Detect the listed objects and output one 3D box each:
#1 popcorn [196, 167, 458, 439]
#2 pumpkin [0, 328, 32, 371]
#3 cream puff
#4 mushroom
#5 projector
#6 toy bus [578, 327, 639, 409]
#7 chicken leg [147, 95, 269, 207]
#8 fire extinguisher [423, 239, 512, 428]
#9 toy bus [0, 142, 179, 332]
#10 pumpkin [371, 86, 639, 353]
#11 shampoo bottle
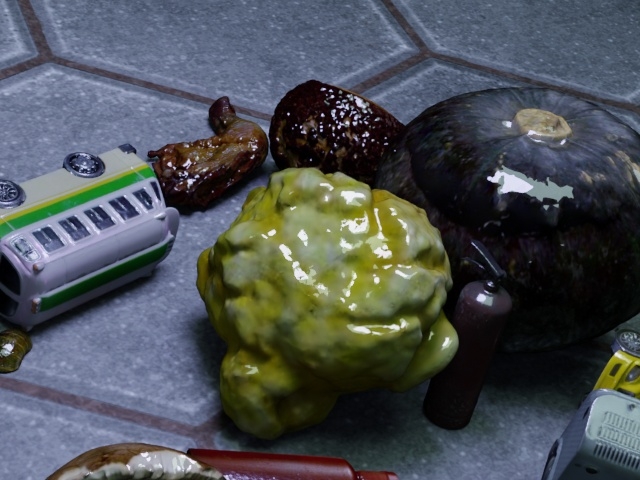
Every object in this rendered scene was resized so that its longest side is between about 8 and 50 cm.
[{"bbox_3d":[0.002,0.071,1.737,0.293,0.334,0.292,48,27,-26],"label":"popcorn"},{"bbox_3d":[-0.406,0.136,1.748,0.050,0.028,0.083,17,31,4],"label":"pumpkin"},{"bbox_3d":[0.029,-0.151,2.156,0.239,0.165,0.239,26,-6,3],"label":"cream puff"},{"bbox_3d":[-0.210,0.365,1.428,0.233,0.302,0.208,5,-6,-11],"label":"mushroom"},{"bbox_3d":[0.385,0.296,1.644,0.198,0.250,0.108,21,62,5],"label":"projector"},{"bbox_3d":[0.518,0.189,1.936,0.152,0.144,0.330,39,40,27],"label":"toy bus"},{"bbox_3d":[-0.174,-0.143,2.177,0.177,0.083,0.322,15,35,24],"label":"chicken leg"},{"bbox_3d":[0.195,0.127,1.787,0.072,0.268,0.089,-20,48,-39],"label":"fire extinguisher"},{"bbox_3d":[-0.341,-0.007,1.867,0.179,0.143,0.305,38,40,24],"label":"toy bus"},{"bbox_3d":[0.291,-0.030,1.967,0.454,0.344,0.454,2,34,-2],"label":"pumpkin"},{"bbox_3d":[-0.034,0.304,1.633,0.260,0.064,0.102,5,36,-15],"label":"shampoo bottle"}]
